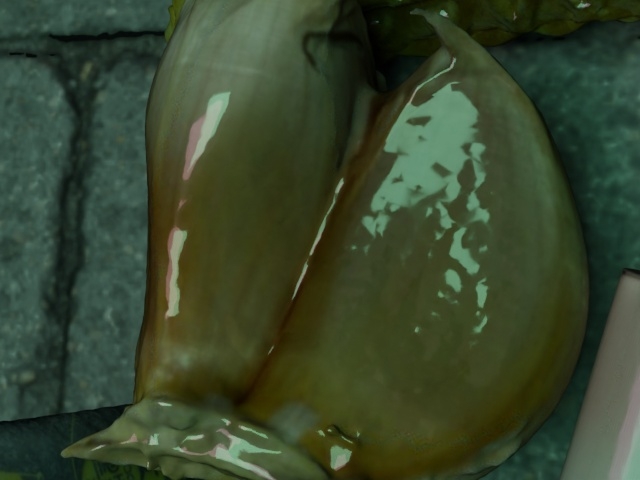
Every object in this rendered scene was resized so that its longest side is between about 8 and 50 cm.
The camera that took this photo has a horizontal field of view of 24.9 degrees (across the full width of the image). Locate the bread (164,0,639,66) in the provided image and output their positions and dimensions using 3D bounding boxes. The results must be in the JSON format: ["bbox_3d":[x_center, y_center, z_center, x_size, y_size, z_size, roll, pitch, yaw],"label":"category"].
[{"bbox_3d":[0.063,-0.156,0.898,0.368,0.084,0.077,-6,40,27],"label":"bread"}]

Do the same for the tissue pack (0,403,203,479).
[{"bbox_3d":[-0.131,0.193,0.869,0.081,0.257,0.185,-14,81,38],"label":"tissue pack"}]

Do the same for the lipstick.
[{"bbox_3d":[0.167,0.183,0.824,0.087,0.087,0.326,17,94,26],"label":"lipstick"}]

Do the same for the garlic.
[{"bbox_3d":[0.000,0.000,0.842,0.286,0.249,0.313,6,76,35],"label":"garlic"}]
